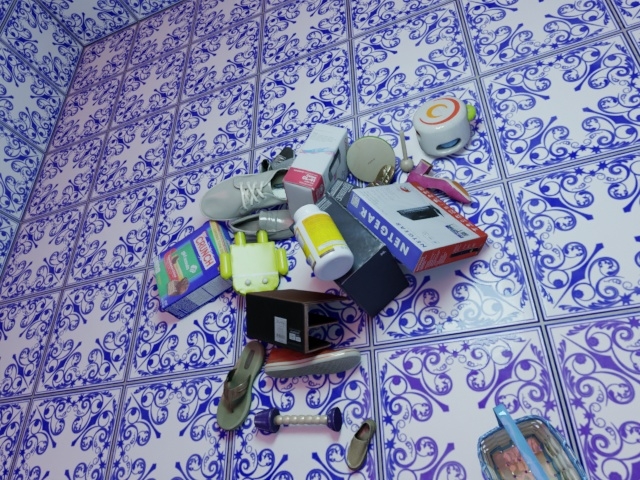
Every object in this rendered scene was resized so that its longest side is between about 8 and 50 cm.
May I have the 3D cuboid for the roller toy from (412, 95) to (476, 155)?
[{"bbox_3d":[0.433,-0.403,1.704,0.209,0.146,0.191,24,66,41],"label":"roller toy"}]

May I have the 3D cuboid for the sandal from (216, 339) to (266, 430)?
[{"bbox_3d":[-0.278,0.473,1.588,0.120,0.086,0.303,4,64,28],"label":"sandal"}]

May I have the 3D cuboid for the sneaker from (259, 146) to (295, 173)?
[{"bbox_3d":[-0.184,-0.318,1.971,0.086,0.132,0.229,7,66,30],"label":"sneaker"}]

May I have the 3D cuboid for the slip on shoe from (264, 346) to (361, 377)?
[{"bbox_3d":[-0.030,0.367,1.512,0.331,0.123,0.101,-13,53,25],"label":"slip on shoe"}]

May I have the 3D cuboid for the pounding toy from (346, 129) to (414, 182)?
[{"bbox_3d":[0.220,-0.327,1.775,0.236,0.183,0.110,-9,33,22],"label":"pounding toy"}]

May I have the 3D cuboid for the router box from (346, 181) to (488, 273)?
[{"bbox_3d":[0.298,-0.055,1.495,0.301,0.082,0.335,-11,42,-36],"label":"router box"}]

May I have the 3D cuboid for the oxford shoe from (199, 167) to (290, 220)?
[{"bbox_3d":[-0.257,-0.186,1.853,0.448,0.130,0.169,-13,96,0],"label":"oxford shoe"}]

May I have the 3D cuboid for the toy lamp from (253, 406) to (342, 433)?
[{"bbox_3d":[-0.075,0.545,1.451,0.274,0.080,0.080,-11,58,21],"label":"toy lamp"}]

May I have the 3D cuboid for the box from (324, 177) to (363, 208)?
[{"bbox_3d":[0.118,-0.122,1.687,0.158,0.156,0.093,28,75,31],"label":"box"}]

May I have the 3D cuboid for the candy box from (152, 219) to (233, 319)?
[{"bbox_3d":[-0.487,0.111,1.882,0.317,0.122,0.268,-31,53,5],"label":"candy box"}]

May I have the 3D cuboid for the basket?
[{"bbox_3d":[0.470,0.510,1.064,0.201,0.289,0.255,-29,54,8],"label":"basket"}]

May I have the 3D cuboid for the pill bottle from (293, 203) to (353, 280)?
[{"bbox_3d":[0.000,0.000,1.334,0.117,0.117,0.215,-33,54,6],"label":"pill bottle"}]

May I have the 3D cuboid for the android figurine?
[{"bbox_3d":[-0.242,0.095,1.742,0.248,0.056,0.273,-2,70,-13],"label":"android figurine"}]

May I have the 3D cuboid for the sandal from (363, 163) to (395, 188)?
[{"bbox_3d":[0.214,-0.198,1.750,0.072,0.049,0.180,43,104,24],"label":"sandal"}]

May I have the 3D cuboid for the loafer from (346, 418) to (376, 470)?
[{"bbox_3d":[0.110,0.577,1.356,0.056,0.050,0.148,12,69,32],"label":"loafer"}]

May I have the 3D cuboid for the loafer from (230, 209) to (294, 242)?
[{"bbox_3d":[-0.199,-0.063,1.843,0.319,0.111,0.112,-14,57,19],"label":"loafer"}]

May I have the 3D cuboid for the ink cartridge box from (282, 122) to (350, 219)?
[{"bbox_3d":[-0.005,-0.240,1.742,0.131,0.226,0.306,18,61,20],"label":"ink cartridge box"}]

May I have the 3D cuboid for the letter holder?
[{"bbox_3d":[-0.072,0.249,1.561,0.301,0.214,0.152,2,93,47],"label":"letter holder"}]

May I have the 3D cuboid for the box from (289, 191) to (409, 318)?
[{"bbox_3d":[0.093,0.051,1.515,0.182,0.296,0.294,-43,52,-3],"label":"box"}]

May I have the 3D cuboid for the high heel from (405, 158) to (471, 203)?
[{"bbox_3d":[0.402,-0.172,1.647,0.244,0.082,0.117,42,118,24],"label":"high heel"}]
